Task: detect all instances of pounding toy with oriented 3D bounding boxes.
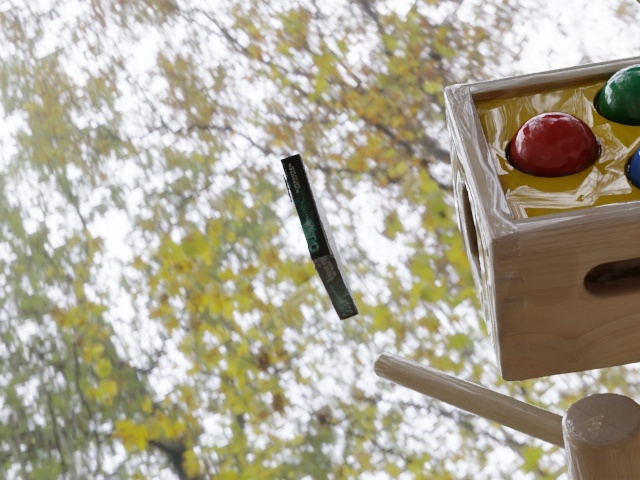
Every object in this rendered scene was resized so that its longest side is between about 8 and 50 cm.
[{"bbox_3d":[0.107,0.008,0.582,0.181,0.206,0.094,-9,-54,1],"label":"pounding toy"}]

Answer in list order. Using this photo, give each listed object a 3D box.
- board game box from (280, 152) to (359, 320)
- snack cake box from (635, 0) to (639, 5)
[{"bbox_3d":[0.000,0.000,1.482,0.026,0.126,0.186,-19,-25,2],"label":"board game box"},{"bbox_3d":[0.111,-0.194,0.460,0.152,0.089,0.264,-42,-35,17],"label":"snack cake box"}]
